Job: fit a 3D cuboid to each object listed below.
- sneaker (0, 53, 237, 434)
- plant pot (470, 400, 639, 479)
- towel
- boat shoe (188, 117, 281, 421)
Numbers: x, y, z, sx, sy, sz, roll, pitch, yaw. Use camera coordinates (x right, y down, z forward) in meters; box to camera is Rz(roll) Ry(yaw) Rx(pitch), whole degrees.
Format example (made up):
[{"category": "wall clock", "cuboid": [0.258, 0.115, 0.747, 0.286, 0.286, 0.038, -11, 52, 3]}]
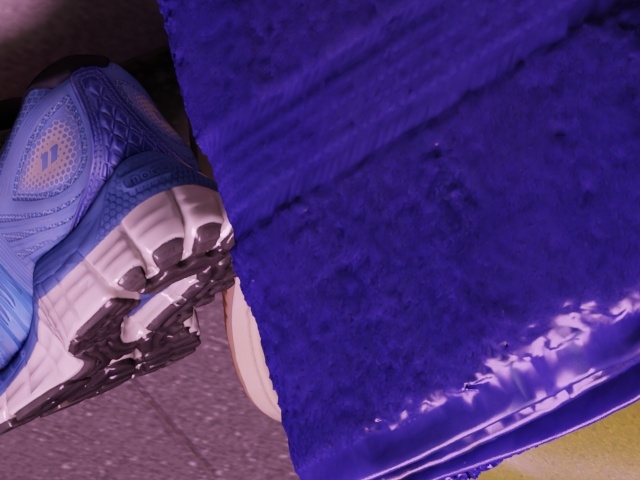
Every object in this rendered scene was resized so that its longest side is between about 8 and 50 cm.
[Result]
[{"category": "sneaker", "cuboid": [-0.133, 0.001, 1.027, 0.129, 0.147, 0.330, -21, 167, -28]}, {"category": "plant pot", "cuboid": [0.182, -0.016, 0.843, 0.353, 0.366, 0.366, -10, 145, 38]}, {"category": "towel", "cuboid": [0.045, -0.076, 0.720, 0.227, 0.308, 0.076, -30, 160, 38]}, {"category": "boat shoe", "cuboid": [0.000, 0.000, 1.061, 0.098, 0.109, 0.302, -1, 140, 8]}]
